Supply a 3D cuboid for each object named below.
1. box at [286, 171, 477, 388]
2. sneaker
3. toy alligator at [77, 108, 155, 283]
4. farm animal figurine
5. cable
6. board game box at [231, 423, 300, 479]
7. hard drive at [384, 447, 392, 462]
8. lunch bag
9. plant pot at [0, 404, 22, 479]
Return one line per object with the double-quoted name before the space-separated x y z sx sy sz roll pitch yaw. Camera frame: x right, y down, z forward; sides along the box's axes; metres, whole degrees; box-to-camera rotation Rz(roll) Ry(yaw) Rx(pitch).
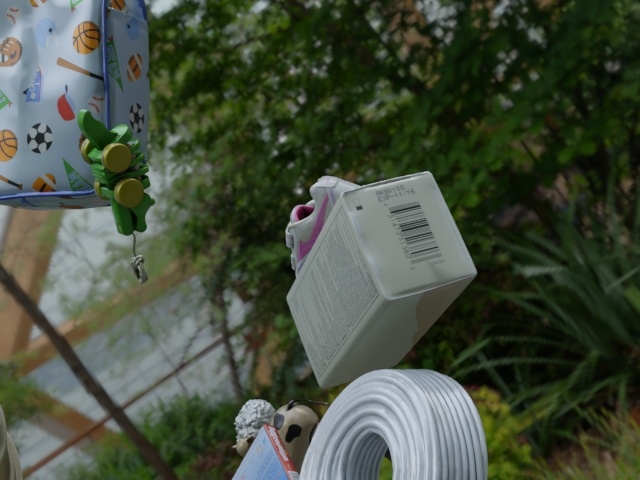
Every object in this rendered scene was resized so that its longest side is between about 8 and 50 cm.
"box" 0.063 0.059 1.303 0.121 0.148 0.311 -15 -20 -21
"sneaker" 0.000 0.000 1.545 0.252 0.111 0.103 -62 -4 33
"toy alligator" -0.189 -0.049 1.047 0.051 0.190 0.056 -31 28 -29
"farm animal figurine" -0.056 0.447 1.937 0.330 0.327 0.172 -9 -23 37
"cable" 0.074 0.265 1.162 0.089 0.257 0.257 17 -13 -31
"board game box" -0.121 0.446 1.665 0.281 0.027 0.145 -61 32 19
"hard drive" 0.132 0.339 1.868 0.022 0.135 0.094 10 64 48
"lunch bag" -0.335 -0.190 1.289 0.243 0.303 0.115 -2 -4 20
"plant pot" -0.613 0.337 1.616 0.334 0.334 0.305 -33 -11 -34
